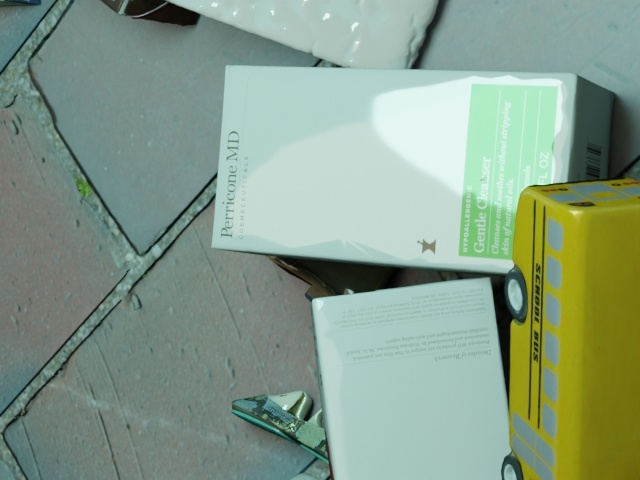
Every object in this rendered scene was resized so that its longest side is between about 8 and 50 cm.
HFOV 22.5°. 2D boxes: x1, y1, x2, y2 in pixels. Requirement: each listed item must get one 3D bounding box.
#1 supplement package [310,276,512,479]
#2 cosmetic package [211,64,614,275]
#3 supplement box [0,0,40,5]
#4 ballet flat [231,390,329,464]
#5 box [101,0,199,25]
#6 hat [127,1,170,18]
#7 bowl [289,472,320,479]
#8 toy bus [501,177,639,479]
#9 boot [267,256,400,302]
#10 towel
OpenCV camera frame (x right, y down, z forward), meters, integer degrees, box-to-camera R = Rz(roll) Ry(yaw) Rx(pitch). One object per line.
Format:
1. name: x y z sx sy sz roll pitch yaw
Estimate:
1. supplement package: 0.093 0.193 1.577 0.175 0.177 0.293 -8 85 -2
2. cosmetic package: 0.090 -0.068 1.587 0.365 0.155 0.197 3 89 24
3. supplement box: -0.400 -0.338 2.020 0.083 0.056 0.083 4 94 35
4. ballet flat: -0.013 0.202 1.769 0.188 0.070 0.070 25 105 30
5. box: -0.270 -0.430 1.879 0.381 0.143 0.191 39 113 30
6. hat: -0.067 -0.322 1.707 0.173 0.183 0.208 15 100 36
7. bowl: -0.012 0.345 1.769 0.142 0.053 0.142 31 109 29
8. toy bus: 0.233 0.114 1.403 0.130 0.108 0.333 -139 46 -67
9. boot: 0.000 0.000 1.753 0.106 0.082 0.219 -48 61 4
10. towel: -0.002 -0.361 1.644 0.317 0.053 0.332 19 105 -5
